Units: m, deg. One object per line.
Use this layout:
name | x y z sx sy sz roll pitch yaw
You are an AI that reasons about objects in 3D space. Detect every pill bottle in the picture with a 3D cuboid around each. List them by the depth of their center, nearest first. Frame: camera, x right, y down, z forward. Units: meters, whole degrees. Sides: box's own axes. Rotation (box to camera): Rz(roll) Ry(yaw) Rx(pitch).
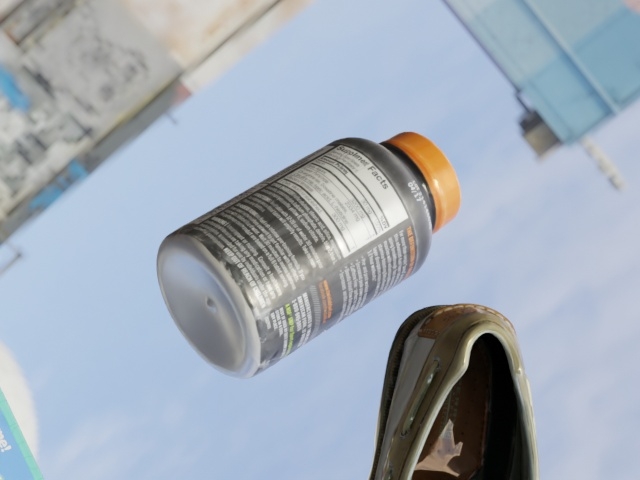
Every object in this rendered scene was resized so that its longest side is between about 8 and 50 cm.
pill bottle | 0.000 0.000 1.356 0.245 0.130 0.130 -30 -168 -30

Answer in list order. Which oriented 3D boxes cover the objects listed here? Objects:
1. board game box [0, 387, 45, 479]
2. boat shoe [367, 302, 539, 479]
board game box | -0.252 0.096 0.808 0.210 0.160 0.047 -26 180 -45
boat shoe | 0.076 0.190 1.051 0.103 0.113 0.302 167 -76 -79
